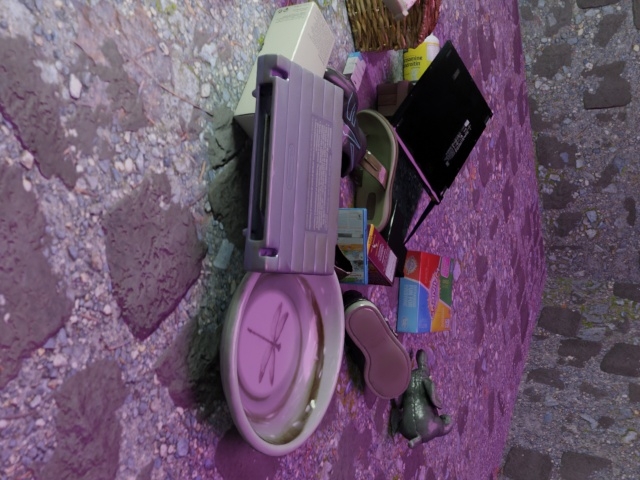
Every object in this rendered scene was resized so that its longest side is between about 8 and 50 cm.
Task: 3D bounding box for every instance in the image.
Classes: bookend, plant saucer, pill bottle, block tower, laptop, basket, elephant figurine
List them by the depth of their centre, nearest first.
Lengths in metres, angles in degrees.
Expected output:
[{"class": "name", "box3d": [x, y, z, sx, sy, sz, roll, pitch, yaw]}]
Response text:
[{"class": "plant saucer", "box3d": [-0.085, 0.193, 1.216, 0.400, 0.100, 0.401, -6, 96, -61]}, {"class": "basket", "box3d": [0.190, -0.629, 1.543, 0.223, 0.213, 0.299, -50, 134, -47]}, {"class": "bookend", "box3d": [0.180, -0.006, 1.709, 0.156, 0.072, 0.157, 49, 50, -52]}, {"class": "laptop", "box3d": [0.294, -0.258, 1.806, 0.408, 0.236, 0.382, 51, 56, -26]}, {"class": "block tower", "box3d": [0.261, -0.372, 1.815, 0.335, 0.097, 0.091, -1, 93, -63]}, {"class": "pill bottle", "box3d": [0.287, -0.524, 1.839, 0.103, 0.103, 0.184, -11, 101, -60]}, {"class": "elephant figurine", "box3d": [0.281, 0.452, 1.874, 0.169, 0.186, 0.239, -8, 87, -18]}]

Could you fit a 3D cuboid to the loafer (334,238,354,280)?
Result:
[{"class": "loafer", "box3d": [0.000, 0.000, 1.347, 0.220, 0.078, 0.080, 48, 49, -31]}]

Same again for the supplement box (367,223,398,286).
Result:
[{"class": "supplement box", "box3d": [0.104, 0.036, 1.541, 0.188, 0.104, 0.081, 47, 52, -53]}]

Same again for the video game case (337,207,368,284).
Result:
[{"class": "video game case", "box3d": [0.049, 0.012, 1.425, 0.015, 0.119, 0.166, -11, 101, -58]}]

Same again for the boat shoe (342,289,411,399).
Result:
[{"class": "boat shoe", "box3d": [0.126, 0.255, 1.597, 0.340, 0.127, 0.113, 58, 0, -35]}]

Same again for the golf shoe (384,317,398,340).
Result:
[{"class": "golf shoe", "box3d": [0.190, 0.290, 1.743, 0.094, 0.077, 0.198, -63, 143, -38]}]

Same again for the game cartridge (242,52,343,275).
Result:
[{"class": "game cartridge", "box3d": [-0.041, -0.118, 1.128, 0.230, 0.068, 0.355, 10, 83, -63]}]

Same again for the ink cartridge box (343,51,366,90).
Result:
[{"class": "ink cartridge box", "box3d": [0.080, -0.404, 1.548, 0.048, 0.028, 0.083, 50, 49, -50]}]

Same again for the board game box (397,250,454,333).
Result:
[{"class": "board game box", "box3d": [0.330, 0.162, 1.998, 0.316, 0.064, 0.242, 10, 83, -61]}]

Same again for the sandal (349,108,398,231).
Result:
[{"class": "sandal", "box3d": [0.118, -0.164, 1.552, 0.086, 0.120, 0.303, -7, 99, -47]}]

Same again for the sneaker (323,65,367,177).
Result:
[{"class": "sneaker", "box3d": [0.034, -0.255, 1.404, 0.106, 0.101, 0.267, -63, 142, -34]}]

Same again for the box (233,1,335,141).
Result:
[{"class": "box", "box3d": [-0.063, -0.313, 1.230, 0.113, 0.094, 0.275, 51, 49, -49]}]

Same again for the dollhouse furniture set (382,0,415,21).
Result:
[{"class": "dollhouse furniture set", "box3d": [0.152, -0.559, 1.277, 0.355, 0.174, 0.303, 41, 78, -19]}]
